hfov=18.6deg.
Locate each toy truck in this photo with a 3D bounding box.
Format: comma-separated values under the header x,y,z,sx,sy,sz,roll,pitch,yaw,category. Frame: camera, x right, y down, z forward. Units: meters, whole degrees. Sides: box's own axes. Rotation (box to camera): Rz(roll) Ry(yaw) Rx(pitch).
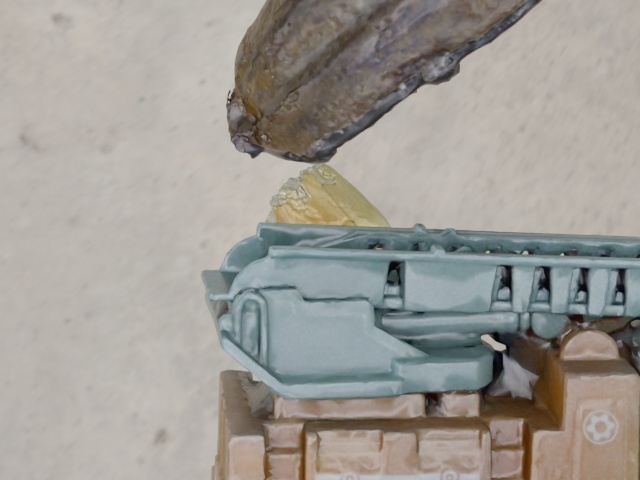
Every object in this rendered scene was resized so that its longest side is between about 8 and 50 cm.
x,y,z,sx,sy,sz,roll,pitch,yaw,category
0.113,0.083,0.916,0.338,0.133,0.184,-1,102,-5,toy truck

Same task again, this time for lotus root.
x,y,z,sx,sy,sz,roll,pitch,yaw,category
0.040,-0.176,1.274,0.329,0.167,0.078,-40,138,26,lotus root

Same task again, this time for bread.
x,y,z,sx,sy,sz,roll,pitch,yaw,category
0.000,0.000,1.706,0.106,0.082,0.125,50,152,16,bread
